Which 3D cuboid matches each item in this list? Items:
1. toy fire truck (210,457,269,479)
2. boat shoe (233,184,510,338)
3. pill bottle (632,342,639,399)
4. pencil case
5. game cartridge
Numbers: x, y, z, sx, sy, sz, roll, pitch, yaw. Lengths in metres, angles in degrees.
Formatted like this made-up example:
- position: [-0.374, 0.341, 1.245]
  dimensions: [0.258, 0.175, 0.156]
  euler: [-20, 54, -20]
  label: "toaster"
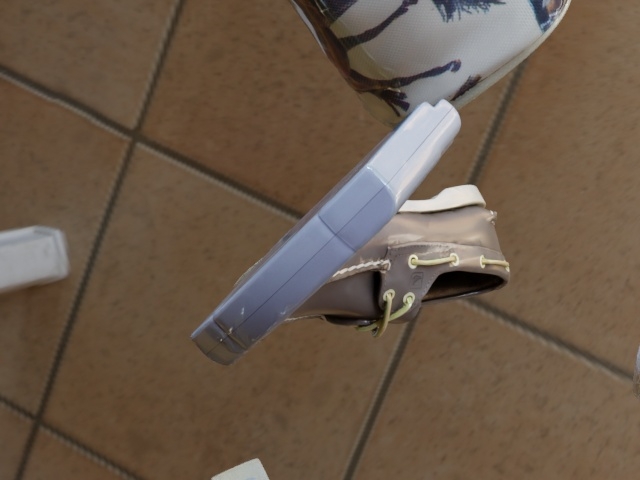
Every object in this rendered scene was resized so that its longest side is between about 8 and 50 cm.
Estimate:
- position: [0.034, 0.279, 1.005]
  dimensions: [0.158, 0.217, 0.246]
  euler: [-6, 105, 58]
  label: "toy fire truck"
- position: [0.059, 0.027, 1.136]
  dimensions: [0.116, 0.324, 0.097]
  euler: [-37, 76, 36]
  label: "boat shoe"
- position: [0.398, 0.102, 1.128]
  dimensions: [0.229, 0.131, 0.131]
  euler: [13, 103, 18]
  label: "pill bottle"
- position: [-0.003, -0.271, 0.759]
  dimensions: [0.183, 0.160, 0.410]
  euler: [-34, 113, 10]
  label: "pencil case"
- position: [0.000, 0.000, 0.342]
  dimensions: [0.017, 0.056, 0.083]
  euler: [47, 129, 0]
  label: "game cartridge"
